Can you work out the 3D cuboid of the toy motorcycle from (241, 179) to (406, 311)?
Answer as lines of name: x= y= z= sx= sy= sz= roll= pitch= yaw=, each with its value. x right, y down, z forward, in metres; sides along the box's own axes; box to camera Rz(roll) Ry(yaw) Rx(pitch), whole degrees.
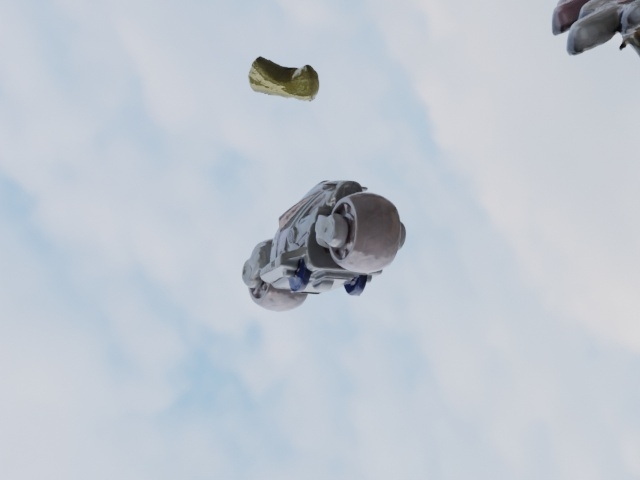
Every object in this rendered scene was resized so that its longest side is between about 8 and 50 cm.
toy motorcycle: x=0.000 y=0.000 z=1.686 sx=0.112 sy=0.254 sz=0.112 roll=6 pitch=-105 yaw=-25

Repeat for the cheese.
cheese: x=-0.039 y=-0.179 z=1.983 sx=0.030 sy=0.083 sz=0.044 roll=-48 pitch=-39 yaw=-47

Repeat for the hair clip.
hair clip: x=0.285 y=-0.217 z=1.668 sx=0.075 sy=0.146 sz=0.257 roll=55 pitch=-171 yaw=-20
